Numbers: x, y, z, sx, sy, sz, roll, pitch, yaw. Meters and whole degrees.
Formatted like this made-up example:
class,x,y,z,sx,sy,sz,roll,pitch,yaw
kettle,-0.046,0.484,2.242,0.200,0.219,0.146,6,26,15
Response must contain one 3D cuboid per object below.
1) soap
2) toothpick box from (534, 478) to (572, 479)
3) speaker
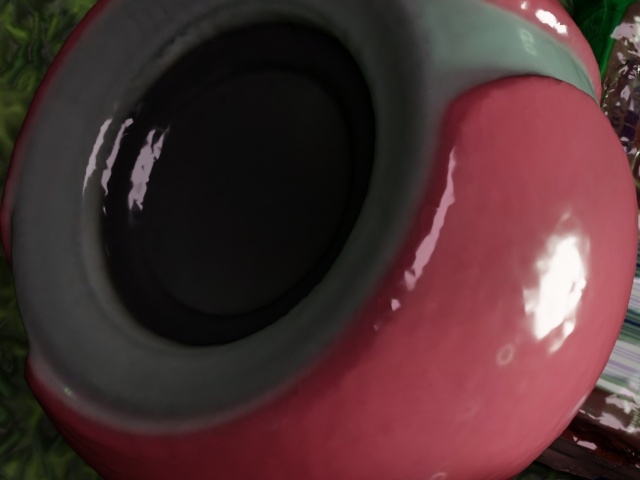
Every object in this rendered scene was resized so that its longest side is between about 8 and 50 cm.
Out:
class,x,y,z,sx,sy,sz,roll,pitch,yaw
soap,0.181,-0.001,0.934,0.218,0.098,0.273,23,72,-11
toothpick box,0.221,0.238,0.812,0.355,0.263,0.263,12,74,-29
speaker,0.000,0.000,0.774,0.294,0.294,0.294,4,77,-16
